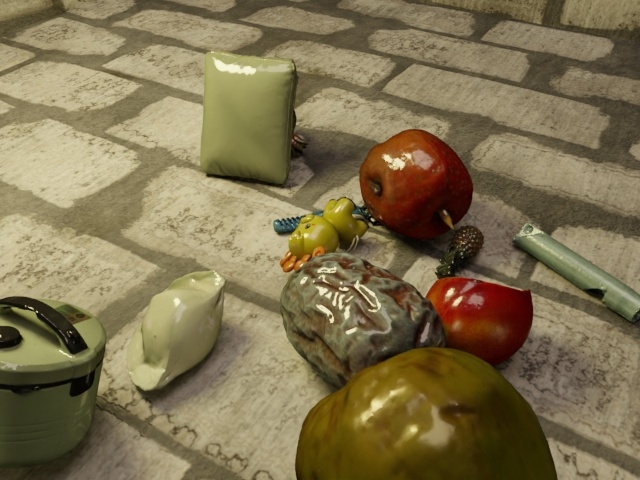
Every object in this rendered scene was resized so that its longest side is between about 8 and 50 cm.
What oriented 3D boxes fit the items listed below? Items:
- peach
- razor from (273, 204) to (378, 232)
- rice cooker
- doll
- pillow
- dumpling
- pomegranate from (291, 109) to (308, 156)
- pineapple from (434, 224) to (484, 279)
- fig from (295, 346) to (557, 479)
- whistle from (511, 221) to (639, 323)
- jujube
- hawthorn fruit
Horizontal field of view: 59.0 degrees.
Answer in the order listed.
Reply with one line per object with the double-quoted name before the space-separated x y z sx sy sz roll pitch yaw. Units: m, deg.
"peach" 0.289 0.133 1.041 0.192 0.190 0.190 -43 54 -13
"razor" 0.010 -0.056 1.374 0.254 0.042 0.082 -10 43 -11
"rice cooker" -0.454 0.206 0.883 0.226 0.244 0.226 12 21 -5
"doll" 0.000 0.000 1.261 0.143 0.135 0.221 -4 34 48
"pillow" -0.188 -0.319 1.479 0.256 0.322 0.120 8 18 9
"dumpling" -0.282 0.165 1.068 0.180 0.131 0.252 3 58 33
"pomegranate" -0.126 -0.322 1.609 0.205 0.159 0.159 43 49 0
"pineapple" 0.306 0.032 1.254 0.074 0.074 0.159 24 48 25
"fig" 0.143 0.318 0.734 0.344 0.343 0.343 0 40 0
"whistle" 0.554 0.062 1.226 0.062 0.062 0.312 -24 46 -26
"jujube" 0.065 0.144 0.999 0.226 0.225 0.317 -22 33 -25
"hawthorn fruit" 0.222 -0.127 1.315 0.262 0.258 0.258 37 50 11
